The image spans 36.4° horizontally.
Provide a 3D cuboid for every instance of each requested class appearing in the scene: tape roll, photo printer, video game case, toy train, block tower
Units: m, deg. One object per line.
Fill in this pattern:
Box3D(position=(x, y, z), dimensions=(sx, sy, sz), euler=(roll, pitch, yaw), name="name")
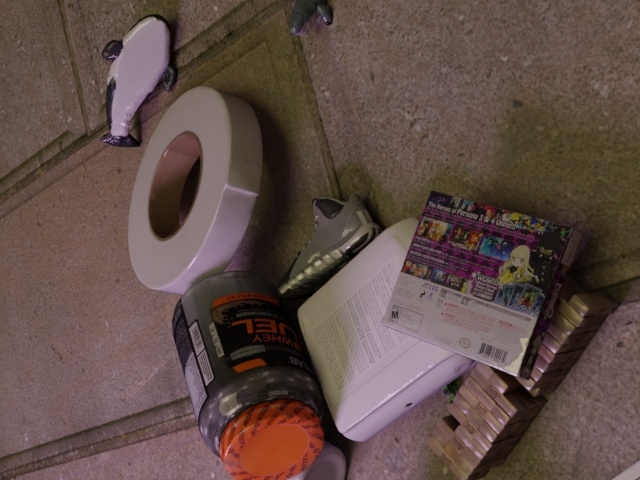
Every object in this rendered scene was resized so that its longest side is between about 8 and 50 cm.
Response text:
Box3D(position=(-0.239, -0.092, 1.790), dimensions=(0.392, 0.072, 0.392), euler=(-28, 54, 48), name="tape roll")
Box3D(position=(0.113, 0.132, 1.515), dimensions=(0.307, 0.107, 0.256), euler=(-44, 54, 35), name="photo printer")
Box3D(position=(0.216, 0.056, 1.336), dimensions=(0.232, 0.042, 0.210), euler=(18, 86, 39), name="video game case")
Box3D(position=(0.199, 0.228, 1.510), dimensions=(0.017, 0.024, 0.083), euler=(-40, 66, 37), name="toy train")
Box3D(position=(0.280, 0.192, 1.387), dimensions=(0.097, 0.091, 0.335), euler=(47, 121, 30), name="block tower")

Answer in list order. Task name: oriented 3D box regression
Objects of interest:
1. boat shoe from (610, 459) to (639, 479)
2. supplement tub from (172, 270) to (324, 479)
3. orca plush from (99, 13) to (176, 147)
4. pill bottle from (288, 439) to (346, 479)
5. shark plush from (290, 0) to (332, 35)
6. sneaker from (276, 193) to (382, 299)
Box3D(position=(0.414, 0.341, 1.278), dimensions=(0.219, 0.078, 0.070), euler=(-50, 59, 31), name="boat shoe")
Box3D(position=(-0.120, 0.225, 1.621), dimensions=(0.207, 0.207, 0.338), euler=(-60, 34, 27), name="supplement tub")
Box3D(position=(-0.367, -0.332, 1.995), dimensions=(0.151, 0.102, 0.287), euler=(8, 114, -2), name="orca plush")
Box3D(position=(-0.077, 0.375, 1.703), dimensions=(0.229, 0.131, 0.131), euler=(23, 107, 40), name="pill bottle")
Box3D(position=(-0.019, -0.428, 1.650), dimensions=(0.073, 0.067, 0.161), euler=(23, 107, 40), name="shark plush")
Box3D(position=(0.000, 0.000, 1.656), dimensions=(0.229, 0.086, 0.132), euler=(-36, 63, 27), name="sneaker")
